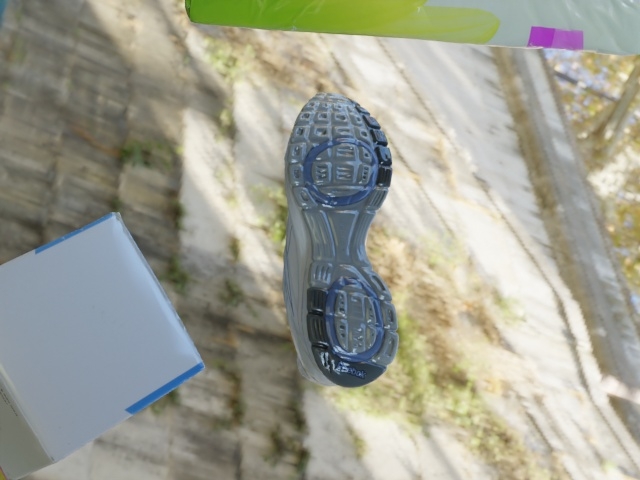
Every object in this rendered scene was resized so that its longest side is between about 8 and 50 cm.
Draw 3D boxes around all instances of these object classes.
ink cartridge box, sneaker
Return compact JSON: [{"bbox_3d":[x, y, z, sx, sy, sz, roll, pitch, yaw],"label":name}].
[{"bbox_3d":[-0.257,0.112,1.012,0.171,0.168,0.232,-31,180,-36],"label":"ink cartridge box"},{"bbox_3d":[0.000,0.000,1.050,0.129,0.111,0.297,143,-49,-63],"label":"sneaker"}]

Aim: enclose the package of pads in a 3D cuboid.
[{"bbox_3d":[0.065,-0.225,0.746,0.229,0.296,0.101,-88,-176,-53],"label":"package of pads"}]
